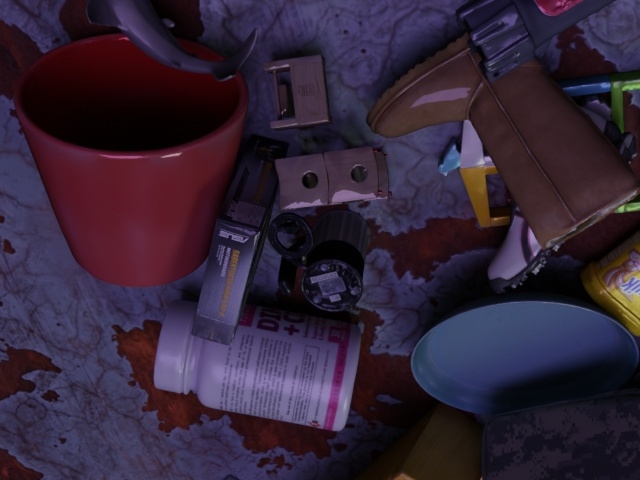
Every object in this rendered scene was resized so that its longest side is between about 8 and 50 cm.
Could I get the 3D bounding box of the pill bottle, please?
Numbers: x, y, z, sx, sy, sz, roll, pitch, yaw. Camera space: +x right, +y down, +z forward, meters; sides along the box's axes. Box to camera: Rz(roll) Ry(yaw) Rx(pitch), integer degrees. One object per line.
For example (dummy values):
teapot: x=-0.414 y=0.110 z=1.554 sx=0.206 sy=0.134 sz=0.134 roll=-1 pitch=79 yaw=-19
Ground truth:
pill bottle: x=-0.091 y=0.177 z=1.385 sx=0.283 sy=0.160 sz=0.160 roll=10 pitch=123 yaw=0

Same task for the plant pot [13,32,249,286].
plant pot: x=-0.230 y=-0.092 z=1.191 sx=0.274 sy=0.275 sz=0.243 roll=8 pitch=132 yaw=2

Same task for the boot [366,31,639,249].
boot: x=0.207 y=-0.107 z=1.127 sx=0.236 sy=0.089 sz=0.270 roll=-36 pitch=76 yaw=25

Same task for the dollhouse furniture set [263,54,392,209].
dollhouse furniture set: x=0.013 y=-0.138 z=1.217 sx=0.128 sy=0.129 sz=0.184 roll=-6 pitch=92 yaw=10

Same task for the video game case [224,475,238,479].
video game case: x=-0.142 y=0.540 z=1.702 sx=0.206 sy=0.026 sz=0.227 roll=34 pitch=119 yaw=-14

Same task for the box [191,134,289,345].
box: x=-0.102 y=-0.005 z=1.229 sx=0.056 sy=0.231 sz=0.183 roll=15 pitch=122 yaw=-1

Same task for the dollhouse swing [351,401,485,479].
dollhouse swing: x=0.168 y=0.492 z=1.491 sx=0.305 sy=0.315 sz=0.347 roll=44 pitch=118 yaw=3

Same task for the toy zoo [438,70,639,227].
toy zoo: x=0.300 y=-0.114 z=1.229 sx=0.293 sy=0.030 sz=0.192 roll=-6 pitch=121 yaw=11

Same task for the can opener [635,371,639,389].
can opener: x=0.587 y=0.187 z=1.344 sx=0.283 sy=0.095 sz=0.076 roll=-26 pitch=116 yaw=29

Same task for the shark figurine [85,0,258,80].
shark figurine: x=-0.213 y=-0.259 z=1.115 sx=0.278 sy=0.116 sz=0.166 roll=50 pitch=125 yaw=4

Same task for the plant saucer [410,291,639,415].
plant saucer: x=0.288 y=0.162 z=1.351 sx=0.317 sy=0.044 sz=0.318 roll=3 pitch=141 yaw=2

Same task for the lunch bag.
lunch bag: x=0.421 y=0.355 z=1.357 sx=0.305 sy=0.213 sz=0.256 roll=-22 pitch=145 yaw=38

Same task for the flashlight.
flashlight: x=0.295 y=-0.300 z=1.033 sx=0.304 sy=0.103 sz=0.103 roll=-28 pitch=75 yaw=8

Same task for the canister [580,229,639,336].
canister: x=0.460 y=0.037 z=1.278 sx=0.126 sy=0.073 sz=0.170 roll=37 pitch=119 yaw=-18

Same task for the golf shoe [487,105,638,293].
golf shoe: x=0.283 y=-0.053 z=1.209 sx=0.120 sy=0.105 sz=0.273 roll=37 pitch=120 yaw=7

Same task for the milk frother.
milk frother: x=0.000 y=0.000 z=1.277 sx=0.129 sy=0.135 sz=0.143 roll=1 pitch=122 yaw=6
